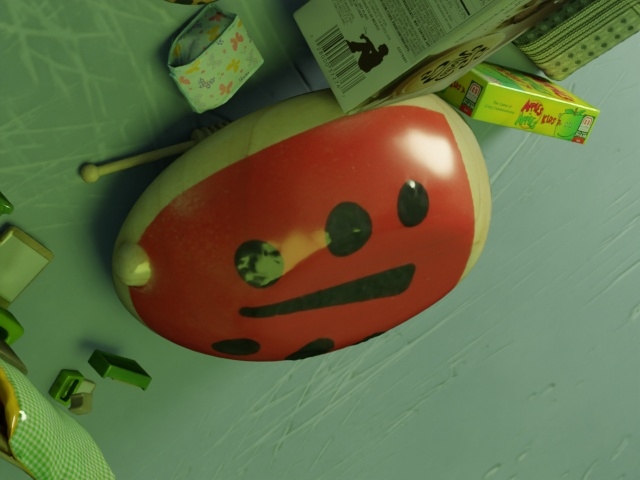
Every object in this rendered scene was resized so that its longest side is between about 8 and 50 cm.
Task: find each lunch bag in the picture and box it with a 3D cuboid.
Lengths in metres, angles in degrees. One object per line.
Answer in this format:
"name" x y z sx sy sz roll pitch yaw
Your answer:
"lunch bag" -0.106 -0.171 1.834 0.083 0.053 0.071 -50 140 -14

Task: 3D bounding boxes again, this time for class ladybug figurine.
"ladybug figurine" 0.000 0.000 1.932 0.449 0.162 0.305 -16 137 -33

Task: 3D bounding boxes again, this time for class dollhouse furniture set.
"dollhouse furniture set" -0.238 0.183 1.948 0.058 0.076 0.152 24 101 -45
"dollhouse furniture set" -0.257 0.082 1.697 0.151 0.301 0.197 -48 134 1

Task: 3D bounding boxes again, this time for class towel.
"towel" 0.300 -0.321 1.984 0.324 0.056 0.312 -31 143 20

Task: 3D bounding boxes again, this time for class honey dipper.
"honey dipper" -0.157 -0.083 1.869 0.160 0.030 0.030 -16 127 -28

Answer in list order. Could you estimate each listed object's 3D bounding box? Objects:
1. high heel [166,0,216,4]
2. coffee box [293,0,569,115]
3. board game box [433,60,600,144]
"high heel" -0.077 -0.330 1.714 0.186 0.093 0.261 -31 143 -28
"coffee box" 0.143 -0.246 1.804 0.297 0.119 0.168 -33 171 38
"board game box" 0.203 -0.153 2.071 0.181 0.092 0.043 9 111 -43
